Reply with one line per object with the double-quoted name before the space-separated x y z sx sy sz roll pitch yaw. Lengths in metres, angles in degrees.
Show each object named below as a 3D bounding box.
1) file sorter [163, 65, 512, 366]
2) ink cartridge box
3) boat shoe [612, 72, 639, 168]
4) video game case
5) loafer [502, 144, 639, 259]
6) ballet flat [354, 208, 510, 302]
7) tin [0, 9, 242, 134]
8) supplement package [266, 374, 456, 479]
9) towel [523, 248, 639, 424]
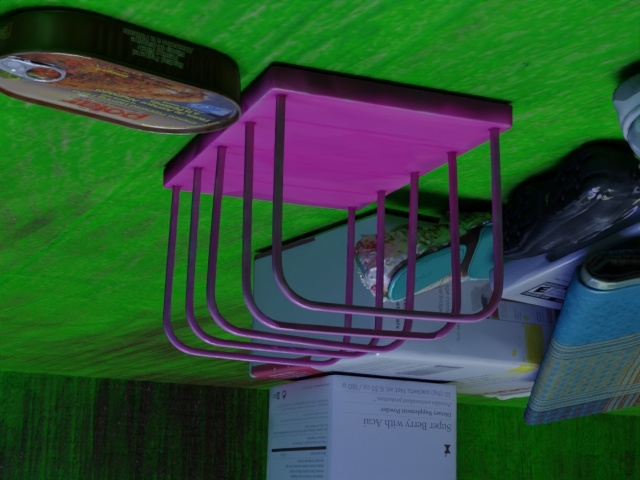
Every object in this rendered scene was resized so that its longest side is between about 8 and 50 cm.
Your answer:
"file sorter" 0.000 0.000 0.971 0.202 0.182 0.291 7 166 -22
"ink cartridge box" 0.146 0.093 1.406 0.385 0.160 0.279 9 164 -32
"boat shoe" 0.325 -0.036 0.909 0.118 0.103 0.320 -17 153 29
"video game case" 0.393 0.015 1.205 0.329 0.036 0.300 13 150 -40
"loafer" 0.234 -0.025 1.080 0.078 0.076 0.223 13 160 -14
"ballet flat" 0.131 0.003 1.196 0.241 0.091 0.077 -9 -141 -40
"tin" -0.142 -0.115 0.809 0.190 0.040 0.106 12 159 -39
"supplement package" 0.047 0.318 1.380 0.178 0.292 0.175 8 166 -28
"towel" 0.368 0.097 1.229 0.272 0.040 0.370 -9 151 -5
